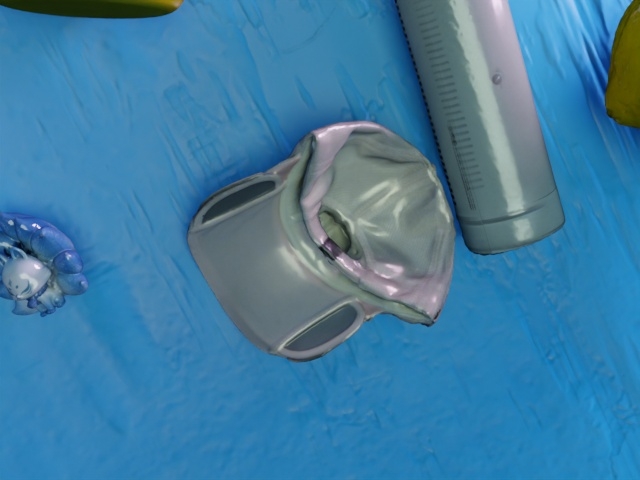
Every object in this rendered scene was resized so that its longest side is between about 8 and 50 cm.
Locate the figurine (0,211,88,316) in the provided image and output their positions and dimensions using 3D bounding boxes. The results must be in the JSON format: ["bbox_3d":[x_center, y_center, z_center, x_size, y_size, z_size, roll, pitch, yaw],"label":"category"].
[{"bbox_3d":[-0.274,0.017,0.942,0.114,0.079,0.114,15,131,19],"label":"figurine"}]

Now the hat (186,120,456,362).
[{"bbox_3d":[0.000,0.000,1.001,0.226,0.164,0.219,-20,107,33],"label":"hat"}]

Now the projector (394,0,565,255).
[{"bbox_3d":[0.148,-0.159,0.985,0.108,0.108,0.337,-19,103,-8],"label":"projector"}]

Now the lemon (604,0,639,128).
[{"bbox_3d":[0.420,-0.184,0.975,0.263,0.236,0.236,-35,105,-21],"label":"lemon"}]

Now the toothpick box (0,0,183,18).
[{"bbox_3d":[-0.198,-0.333,0.853,0.175,0.175,0.271,1,96,-12],"label":"toothpick box"}]
